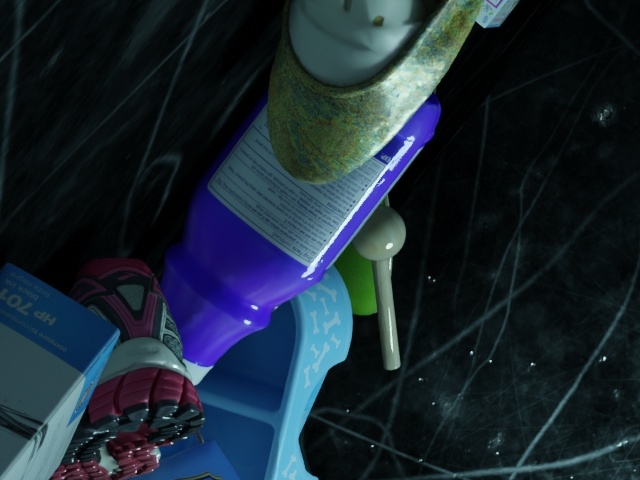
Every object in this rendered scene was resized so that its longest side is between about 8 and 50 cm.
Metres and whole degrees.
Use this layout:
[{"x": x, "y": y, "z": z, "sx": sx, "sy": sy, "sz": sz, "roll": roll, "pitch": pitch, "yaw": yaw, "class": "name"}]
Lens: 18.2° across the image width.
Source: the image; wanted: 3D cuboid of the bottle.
[{"x": -0.034, "y": -0.020, "z": 1.466, "sx": 0.283, "sy": 0.118, "sz": 0.092, "roll": -53, "pitch": 176, "yaw": 13, "class": "bottle"}]

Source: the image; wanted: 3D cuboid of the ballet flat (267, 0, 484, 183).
[{"x": 0.060, "y": -0.190, "z": 1.214, "sx": 0.348, "sy": 0.123, "sz": 0.123, "roll": -51, "pitch": 175, "yaw": 12, "class": "ballet flat"}]

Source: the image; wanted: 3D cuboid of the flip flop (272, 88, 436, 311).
[{"x": -0.015, "y": -0.054, "z": 1.577, "sx": 0.277, "sy": 0.112, "sz": 0.080, "roll": -56, "pitch": -160, "yaw": 23, "class": "flip flop"}]

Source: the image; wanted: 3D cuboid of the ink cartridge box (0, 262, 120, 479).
[{"x": -0.200, "y": 0.126, "z": 1.076, "sx": 0.190, "sy": 0.082, "sz": 0.139, "roll": -53, "pitch": 174, "yaw": -47, "class": "ink cartridge box"}]

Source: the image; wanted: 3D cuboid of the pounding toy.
[{"x": 0.000, "y": 0.000, "z": 1.939, "sx": 0.237, "sy": 0.110, "sz": 0.183, "roll": -117, "pitch": -155, "yaw": -57, "class": "pounding toy"}]

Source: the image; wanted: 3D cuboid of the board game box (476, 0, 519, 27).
[{"x": 0.225, "y": -0.300, "z": 2.359, "sx": 0.103, "sy": 0.026, "sz": 0.154, "roll": -52, "pitch": 175, "yaw": 12, "class": "board game box"}]

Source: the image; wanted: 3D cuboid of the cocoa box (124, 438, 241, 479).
[{"x": -0.192, "y": 0.350, "z": 1.537, "sx": 0.347, "sy": 0.228, "sz": 0.231, "roll": -38, "pitch": 170, "yaw": 25, "class": "cocoa box"}]

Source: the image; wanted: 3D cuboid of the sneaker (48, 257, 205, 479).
[{"x": -0.157, "y": 0.102, "z": 1.355, "sx": 0.121, "sy": 0.112, "sz": 0.299, "roll": -4, "pitch": 163, "yaw": -27, "class": "sneaker"}]

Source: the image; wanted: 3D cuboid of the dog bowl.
[{"x": -0.076, "y": 0.137, "z": 1.750, "sx": 0.074, "sy": 0.166, "sz": 0.297, "roll": -1, "pitch": 106, "yaw": -67, "class": "dog bowl"}]
